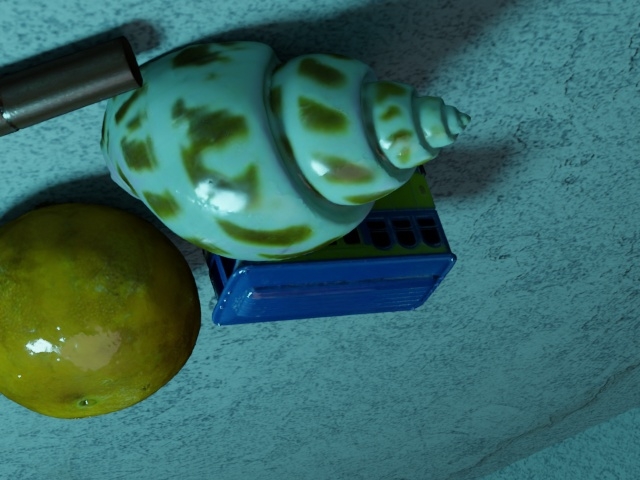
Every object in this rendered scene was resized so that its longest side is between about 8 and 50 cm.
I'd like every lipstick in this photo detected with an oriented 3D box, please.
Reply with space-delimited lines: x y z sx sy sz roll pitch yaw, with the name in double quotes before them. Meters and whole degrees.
"lipstick" -0.349 -0.116 1.028 0.356 0.057 0.057 -18 151 3

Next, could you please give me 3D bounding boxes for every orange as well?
"orange" -0.284 0.087 1.250 0.284 0.226 0.284 -8 147 -5

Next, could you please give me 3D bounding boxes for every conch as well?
"conch" -0.043 -0.098 1.092 0.368 0.197 0.249 -28 130 7

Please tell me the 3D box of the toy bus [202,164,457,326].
"toy bus" 0.000 0.000 1.296 0.287 0.175 0.138 -3 149 -23
